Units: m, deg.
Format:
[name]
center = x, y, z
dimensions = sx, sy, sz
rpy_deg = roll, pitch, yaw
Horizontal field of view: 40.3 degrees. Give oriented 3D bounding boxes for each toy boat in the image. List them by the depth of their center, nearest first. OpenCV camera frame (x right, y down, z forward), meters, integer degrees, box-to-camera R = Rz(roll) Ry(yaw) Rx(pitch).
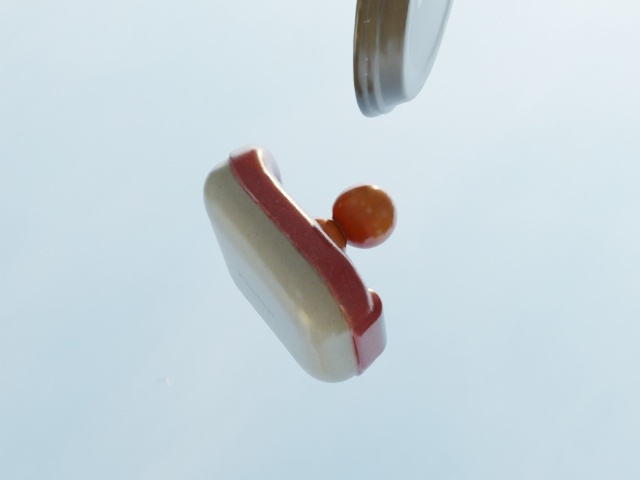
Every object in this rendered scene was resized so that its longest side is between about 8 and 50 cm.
[toy boat]
center = 0.000, 0.000, 0.768
dimensions = 0.151, 0.151, 0.231
rpy_deg = -32, -125, -15

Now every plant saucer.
[plant saucer]
center = 0.088, -0.242, 0.771
dimensions = 0.041, 0.278, 0.278
rpy_deg = 16, -116, 13
